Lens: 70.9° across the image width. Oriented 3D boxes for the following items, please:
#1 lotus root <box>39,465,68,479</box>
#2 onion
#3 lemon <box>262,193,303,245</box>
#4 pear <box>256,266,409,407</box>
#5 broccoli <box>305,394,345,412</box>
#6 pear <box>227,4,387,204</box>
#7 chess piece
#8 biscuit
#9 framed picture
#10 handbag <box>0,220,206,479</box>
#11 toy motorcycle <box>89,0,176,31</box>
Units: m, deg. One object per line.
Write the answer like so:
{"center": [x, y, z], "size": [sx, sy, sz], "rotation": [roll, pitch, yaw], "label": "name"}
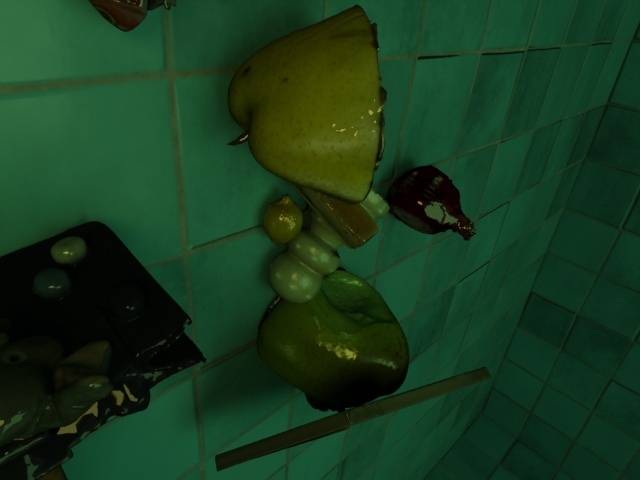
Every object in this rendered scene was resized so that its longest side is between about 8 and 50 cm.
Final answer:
{"center": [-0.292, 0.348, 0.481], "size": [0.111, 0.374, 0.391], "rotation": [-27, 122, -43], "label": "lotus root"}
{"center": [0.246, -0.081, 0.954], "size": [0.136, 0.198, 0.173], "rotation": [-66, 162, 0], "label": "onion"}
{"center": [-0.060, -0.034, 0.730], "size": [0.065, 0.065, 0.092], "rotation": [-16, 129, -43], "label": "lemon"}
{"center": [0.050, 0.188, 0.870], "size": [0.292, 0.292, 0.160], "rotation": [-12, 133, -46], "label": "pear"}
{"center": [0.039, 0.303, 1.020], "size": [0.156, 0.195, 0.196], "rotation": [27, 94, -12], "label": "broccoli"}
{"center": [-0.028, -0.173, 0.573], "size": [0.177, 0.267, 0.267], "rotation": [1, 120, -10], "label": "pear"}
{"center": [0.000, 0.000, 0.791], "size": [0.243, 0.133, 0.133], "rotation": [-53, 144, 4], "label": "chess piece"}
{"center": [0.007, -0.067, 0.694], "size": [0.052, 0.188, 0.056], "rotation": [-41, 178, -31], "label": "biscuit"}
{"center": [0.080, 0.319, 0.825], "size": [0.446, 0.028, 0.326], "rotation": [5, 148, -46], "label": "framed picture"}
{"center": [-0.289, 0.113, 0.386], "size": [0.325, 0.269, 0.119], "rotation": [-31, 134, -33], "label": "handbag"}
{"center": [-0.151, -0.272, 0.438], "size": [0.212, 0.084, 0.118], "rotation": [-30, 127, -41], "label": "toy motorcycle"}
